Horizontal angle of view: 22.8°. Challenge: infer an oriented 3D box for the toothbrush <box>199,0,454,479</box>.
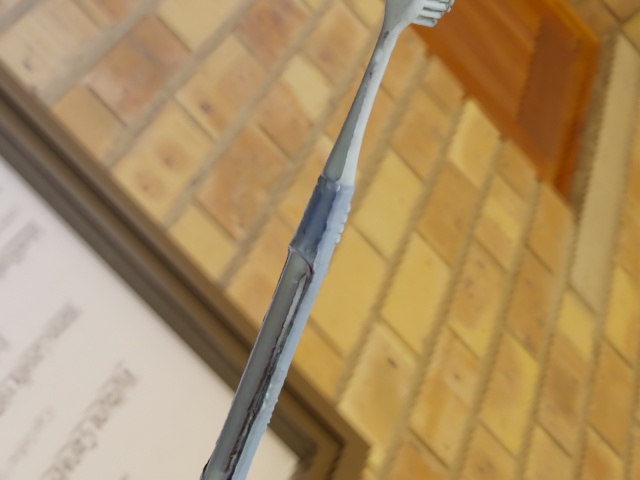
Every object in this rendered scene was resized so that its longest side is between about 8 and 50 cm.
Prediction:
[{"bbox_3d":[0.000,0.000,0.500,0.016,0.019,0.220,39,-65,42],"label":"toothbrush"}]
